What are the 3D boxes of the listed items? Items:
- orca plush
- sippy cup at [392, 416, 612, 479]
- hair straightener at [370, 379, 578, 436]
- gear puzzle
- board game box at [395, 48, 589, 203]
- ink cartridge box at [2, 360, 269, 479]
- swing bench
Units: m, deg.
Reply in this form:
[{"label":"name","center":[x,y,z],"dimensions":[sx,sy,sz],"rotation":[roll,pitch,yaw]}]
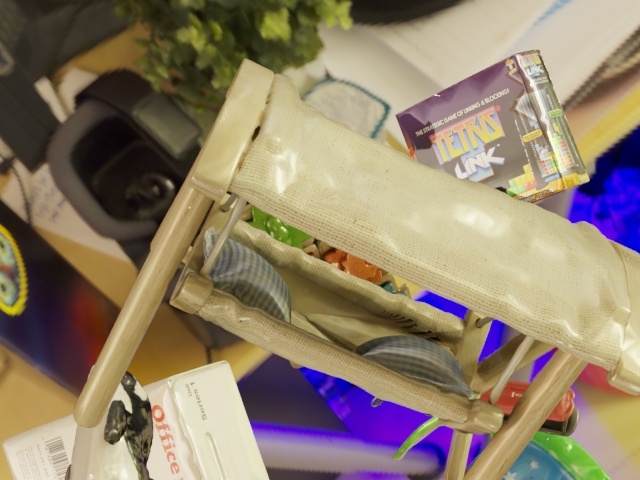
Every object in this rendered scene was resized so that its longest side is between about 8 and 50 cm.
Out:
[{"label":"orca plush","center":[-0.163,0.230,1.143],"dimensions":[0.287,0.102,0.151],"rotation":[-111,40,-60]},{"label":"sippy cup","center":[0.209,0.356,1.465],"dimensions":[0.224,0.240,0.305],"rotation":[-29,36,-21]},{"label":"hair straightener","center":[0.167,0.186,1.401],"dimensions":[0.230,0.089,0.047],"rotation":[0,58,21]},{"label":"gear puzzle","center":[0.000,0.000,1.510],"dimensions":[0.175,0.339,0.044],"rotation":[-22,30,-5]},{"label":"board game box","center":[0.169,-0.095,1.292],"dimensions":[0.170,0.048,0.141],"rotation":[-24,87,46]},{"label":"ink cartridge box","center":[-0.203,0.275,1.454],"dimensions":[0.278,0.117,0.201],"rotation":[-23,84,32]},{"label":"swing bench","center":[0.025,0.035,0.762],"dimensions":[0.253,0.255,0.165],"rotation":[26,45,-8]}]
